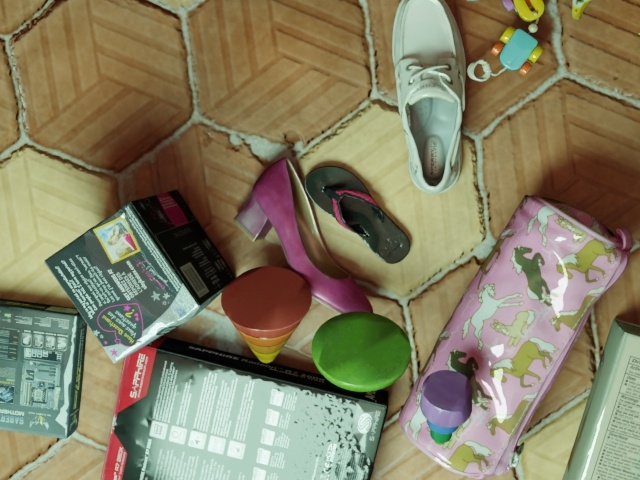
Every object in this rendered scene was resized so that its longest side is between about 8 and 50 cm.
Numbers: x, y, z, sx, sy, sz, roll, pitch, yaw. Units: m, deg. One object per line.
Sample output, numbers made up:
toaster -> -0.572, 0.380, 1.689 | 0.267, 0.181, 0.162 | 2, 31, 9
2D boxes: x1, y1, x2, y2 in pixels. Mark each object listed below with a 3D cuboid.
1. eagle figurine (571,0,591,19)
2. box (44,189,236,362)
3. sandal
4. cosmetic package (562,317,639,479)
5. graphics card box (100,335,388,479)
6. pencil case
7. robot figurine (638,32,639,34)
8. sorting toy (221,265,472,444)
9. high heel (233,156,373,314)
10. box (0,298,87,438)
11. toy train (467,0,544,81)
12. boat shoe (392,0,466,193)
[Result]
eagle figurine -> 0.336, -0.383, 1.402 | 0.298, 0.226, 0.225 | 24, 93, 2
box -> -0.230, 0.043, 1.487 | 0.142, 0.247, 0.163 | -33, 92, 9
sandal -> 0.054, -0.038, 1.557 | 0.179, 0.040, 0.067 | 42, 99, 0
cosmetic package -> 0.427, 0.271, 1.511 | 0.153, 0.129, 0.296 | 18, 98, 5
graphics card box -> -0.106, 0.284, 1.579 | 0.370, 0.094, 0.233 | 13, 96, 5
pencil case -> 0.259, 0.126, 1.497 | 0.167, 0.160, 0.386 | 26, 97, -11
robot figurine -> 0.479, -0.254, 1.483 | 0.115, 0.067, 0.101 | 40, 104, 0
sorting toy -> 0.029, 0.168, 1.472 | 0.365, 0.127, 0.126 | 26, 137, 23
high heel -> 0.000, 0.000, 1.547 | 0.244, 0.082, 0.117 | 43, 109, 13
box -> -0.460, 0.178, 1.617 | 0.232, 0.059, 0.184 | 6, 96, 4
toy train -> 0.240, -0.298, 1.514 | 0.125, 0.046, 0.166 | -4, 92, 7
boat shoe -> 0.151, -0.200, 1.504 | 0.098, 0.096, 0.277 | -7, 95, 6
